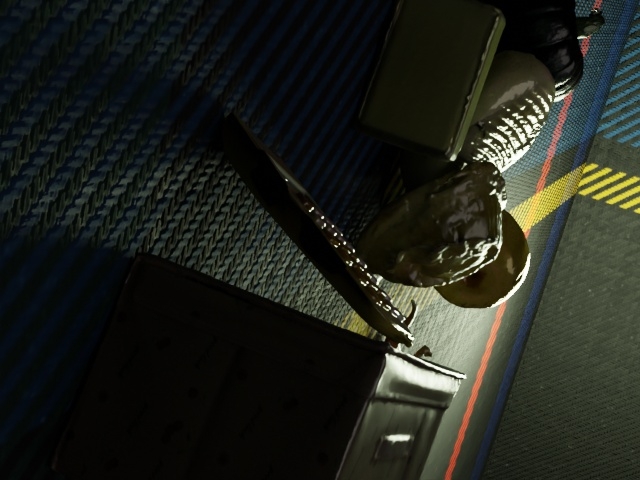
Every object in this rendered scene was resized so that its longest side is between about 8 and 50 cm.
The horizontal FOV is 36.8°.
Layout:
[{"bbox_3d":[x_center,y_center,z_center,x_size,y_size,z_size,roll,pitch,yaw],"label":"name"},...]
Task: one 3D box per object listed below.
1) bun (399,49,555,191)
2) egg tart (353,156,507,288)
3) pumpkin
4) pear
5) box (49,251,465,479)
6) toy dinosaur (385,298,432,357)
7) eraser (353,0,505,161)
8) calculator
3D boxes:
[{"bbox_3d":[0.190,-0.150,1.225,0.237,0.116,0.210,-44,157,24],"label":"bun"},{"bbox_3d":[0.153,-0.002,1.212,0.232,0.098,0.252,-14,154,-28],"label":"egg tart"},{"bbox_3d":[0.308,-0.290,1.367,0.194,0.150,0.194,6,82,-44],"label":"pumpkin"},{"bbox_3d":[0.246,0.019,1.523,0.178,0.178,0.178,-51,153,-39],"label":"pear"},{"bbox_3d":[-0.036,0.151,0.822,0.190,0.225,0.297,-68,158,-5],"label":"box"},{"bbox_3d":[0.098,0.184,1.464,0.142,0.057,0.212,-39,137,-19],"label":"toy dinosaur"},{"bbox_3d":[0.119,-0.182,1.050,0.058,0.117,0.172,0,109,-73],"label":"eraser"},{"bbox_3d":[0.000,0.000,0.803,0.033,0.236,0.157,-40,158,3],"label":"calculator"}]
